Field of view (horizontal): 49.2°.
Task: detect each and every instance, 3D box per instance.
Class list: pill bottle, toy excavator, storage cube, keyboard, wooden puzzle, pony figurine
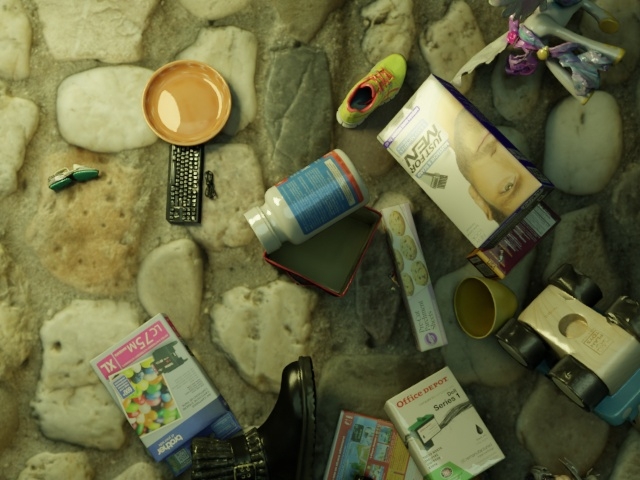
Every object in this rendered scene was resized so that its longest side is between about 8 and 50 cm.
[{"bbox_3d":[-0.029,-0.069,1.325,0.221,0.124,0.124,-31,87,-6],"label":"pill bottle"},{"bbox_3d":[0.637,0.312,1.475,0.222,0.445,0.433,-46,45,-5],"label":"toy excavator"},{"bbox_3d":[0.000,0.000,1.479,0.183,0.193,0.215,26,85,0],"label":"storage cube"},{"bbox_3d":[-0.289,-0.129,1.565,0.108,0.023,0.180,2,86,-2],"label":"keyboard"},{"bbox_3d":[0.186,0.080,1.572,0.083,0.006,0.049,-43,88,-6],"label":"wooden puzzle"},{"bbox_3d":[0.474,-0.463,1.528,0.363,0.303,0.351,37,52,5],"label":"pony figurine"}]

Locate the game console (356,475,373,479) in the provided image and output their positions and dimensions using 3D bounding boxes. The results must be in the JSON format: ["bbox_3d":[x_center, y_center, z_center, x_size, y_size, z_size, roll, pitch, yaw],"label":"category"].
[{"bbox_3d":[0.087,0.568,1.468,0.071,0.107,0.122,35,84,29],"label":"game console"}]

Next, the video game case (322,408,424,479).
[{"bbox_3d":[0.156,0.504,1.523,0.285,0.025,0.204,15,85,-1],"label":"video game case"}]

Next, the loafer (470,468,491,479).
[{"bbox_3d":[0.324,0.568,1.498,0.062,0.061,0.170,5,80,24],"label":"loafer"}]

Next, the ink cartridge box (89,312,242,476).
[{"bbox_3d":[-0.330,0.333,1.503,0.186,0.065,0.311,-35,89,-5],"label":"ink cartridge box"}]

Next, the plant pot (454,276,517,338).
[{"bbox_3d":[0.371,0.140,1.523,0.095,0.134,0.134,-5,84,-28],"label":"plant pot"}]

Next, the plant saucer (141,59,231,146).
[{"bbox_3d":[-0.298,-0.305,1.569,0.200,0.037,0.200,0,82,-3],"label":"plant saucer"}]

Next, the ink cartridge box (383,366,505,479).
[{"bbox_3d":[0.254,0.400,1.470,0.160,0.092,0.219,-28,70,-9],"label":"ink cartridge box"}]

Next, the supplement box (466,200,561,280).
[{"bbox_3d":[0.424,-0.003,1.540,0.188,0.104,0.081,-44,87,-6],"label":"supplement box"}]

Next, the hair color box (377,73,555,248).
[{"bbox_3d":[0.297,-0.166,1.465,0.185,0.110,0.339,-49,67,23],"label":"hair color box"}]

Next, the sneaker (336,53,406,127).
[{"bbox_3d":[0.123,-0.340,1.564,0.081,0.094,0.208,40,83,3],"label":"sneaker"}]

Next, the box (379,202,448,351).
[{"bbox_3d":[0.203,0.079,1.536,0.067,0.063,0.324,-14,85,-3],"label":"box"}]

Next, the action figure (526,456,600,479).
[{"bbox_3d":[0.489,0.585,1.498,0.285,0.099,0.185,-35,80,-9],"label":"action figure"}]

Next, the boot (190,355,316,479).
[{"bbox_3d":[-0.140,0.408,1.456,0.260,0.131,0.348,4,90,-2],"label":"boot"}]

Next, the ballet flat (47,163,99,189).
[{"bbox_3d":[-0.550,-0.148,1.549,0.114,0.041,0.041,-20,86,-5],"label":"ballet flat"}]
